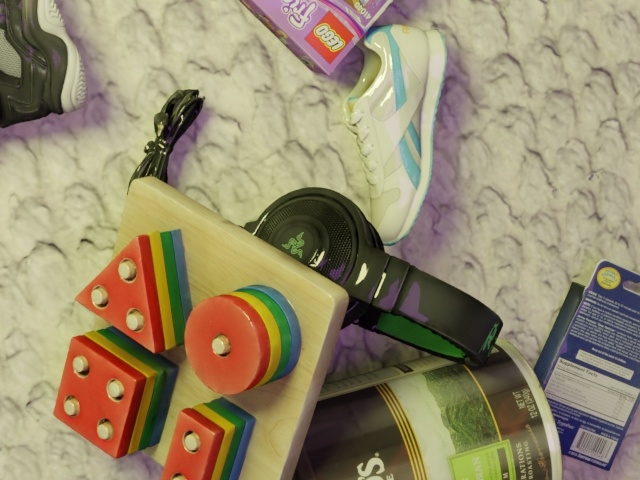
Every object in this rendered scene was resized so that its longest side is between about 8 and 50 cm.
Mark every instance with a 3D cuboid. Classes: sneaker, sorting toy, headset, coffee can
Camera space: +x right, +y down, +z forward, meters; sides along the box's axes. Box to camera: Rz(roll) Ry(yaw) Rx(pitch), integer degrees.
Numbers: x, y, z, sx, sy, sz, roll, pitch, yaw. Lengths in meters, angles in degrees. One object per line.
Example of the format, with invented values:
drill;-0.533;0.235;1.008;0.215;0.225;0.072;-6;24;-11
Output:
sneaker;0.067;-0.109;1.557;0.092;0.087;0.229;5;93;-15
sneaker;-0.328;-0.211;1.366;0.153;0.101;0.269;-30;113;-15
sorting toy;-0.130;0.110;1.401;0.089;0.257;0.255;-13;126;-53
headset;0.000;0.000;1.483;0.394;0.243;0.185;23;82;1
coffee can;0.084;0.229;1.570;0.275;0.201;0.202;-14;107;-18

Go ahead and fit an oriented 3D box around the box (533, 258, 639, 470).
box;0.319;0.140;1.729;0.136;0.036;0.225;23;94;-24

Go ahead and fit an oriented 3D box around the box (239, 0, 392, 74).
box;-0.035;-0.334;1.476;0.293;0.057;0.201;43;84;-23
